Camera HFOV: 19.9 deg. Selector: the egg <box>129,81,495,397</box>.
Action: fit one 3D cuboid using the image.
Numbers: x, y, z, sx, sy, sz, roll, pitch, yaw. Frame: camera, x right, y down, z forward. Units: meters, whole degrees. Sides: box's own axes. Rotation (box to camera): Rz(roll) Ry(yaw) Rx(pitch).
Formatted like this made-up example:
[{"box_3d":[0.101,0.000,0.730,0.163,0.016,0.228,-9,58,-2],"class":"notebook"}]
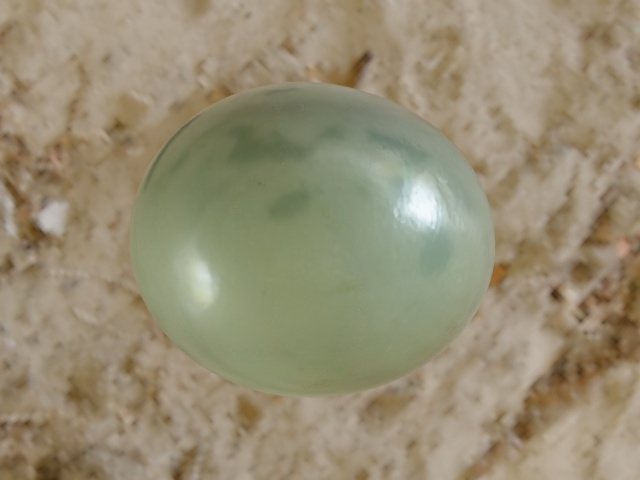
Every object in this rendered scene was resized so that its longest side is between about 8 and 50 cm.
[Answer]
[{"box_3d":[0.000,0.000,0.981,0.231,0.168,0.168,3,122,-49],"class":"egg"}]
